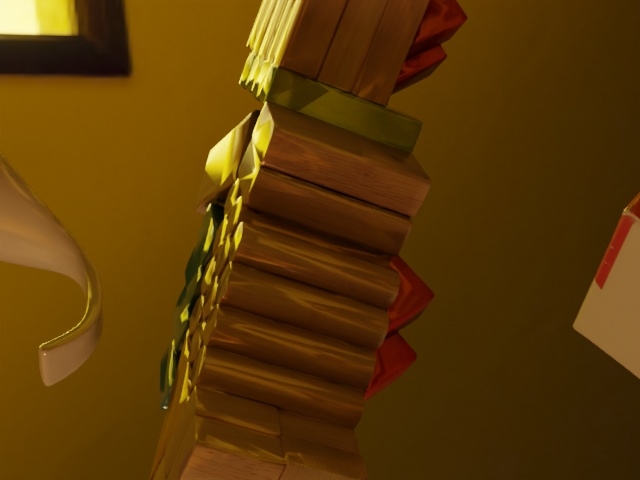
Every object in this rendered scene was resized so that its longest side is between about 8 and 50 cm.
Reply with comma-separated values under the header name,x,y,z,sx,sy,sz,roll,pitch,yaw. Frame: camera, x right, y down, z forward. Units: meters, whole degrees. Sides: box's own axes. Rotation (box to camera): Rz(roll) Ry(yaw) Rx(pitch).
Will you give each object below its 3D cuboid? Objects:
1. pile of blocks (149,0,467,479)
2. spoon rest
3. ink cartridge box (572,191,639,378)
name,x,y,z,sx,sy,sz,roll,pitch,yaw
pile of blocks,0.000,0.000,0.554,0.149,0.112,0.362,162,-55,-68
spoon rest,-0.273,0.004,0.975,0.276,0.084,0.137,54,-31,29
ink cartridge box,0.442,-0.048,1.020,0.160,0.384,0.279,39,-17,20
